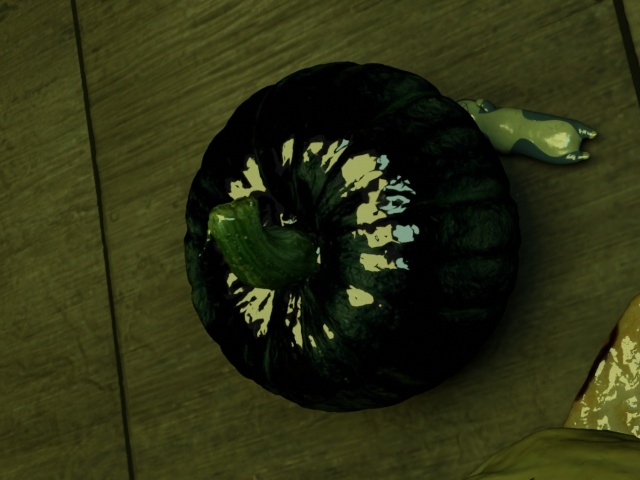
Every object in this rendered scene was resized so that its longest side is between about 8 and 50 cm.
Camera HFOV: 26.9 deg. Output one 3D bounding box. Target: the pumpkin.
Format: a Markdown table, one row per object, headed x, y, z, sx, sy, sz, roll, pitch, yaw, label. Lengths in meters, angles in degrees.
| x | y | z | sx | sy | sz | roll | pitch | yaw | label |
| --- | --- | --- | --- | --- | --- | --- | --- | --- | --- |
| 0.000 | 0.000 | 0.914 | 0.248 | 0.248 | 0.248 | -7 | 77 | 35 | pumpkin |

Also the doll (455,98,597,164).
| x | y | z | sx | sy | sz | roll | pitch | yaw | label |
| --- | --- | --- | --- | --- | --- | --- | --- | --- | --- |
| 0.140 | -0.078 | 0.959 | 0.125 | 0.027 | 0.037 | 14 | 82 | 37 | doll |

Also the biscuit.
| x | y | z | sx | sy | sz | roll | pitch | yaw | label |
| --- | --- | --- | --- | --- | --- | --- | --- | --- | --- |
| 0.210 | 0.099 | 0.883 | 0.071 | 0.018 | 0.147 | 31 | 99 | 33 | biscuit |

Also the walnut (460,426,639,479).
| x | y | z | sx | sy | sz | roll | pitch | yaw | label |
| --- | --- | --- | --- | --- | --- | --- | --- | --- | --- |
| 0.169 | 0.250 | 0.739 | 0.277 | 0.253 | 0.282 | 13 | 88 | 38 | walnut |
